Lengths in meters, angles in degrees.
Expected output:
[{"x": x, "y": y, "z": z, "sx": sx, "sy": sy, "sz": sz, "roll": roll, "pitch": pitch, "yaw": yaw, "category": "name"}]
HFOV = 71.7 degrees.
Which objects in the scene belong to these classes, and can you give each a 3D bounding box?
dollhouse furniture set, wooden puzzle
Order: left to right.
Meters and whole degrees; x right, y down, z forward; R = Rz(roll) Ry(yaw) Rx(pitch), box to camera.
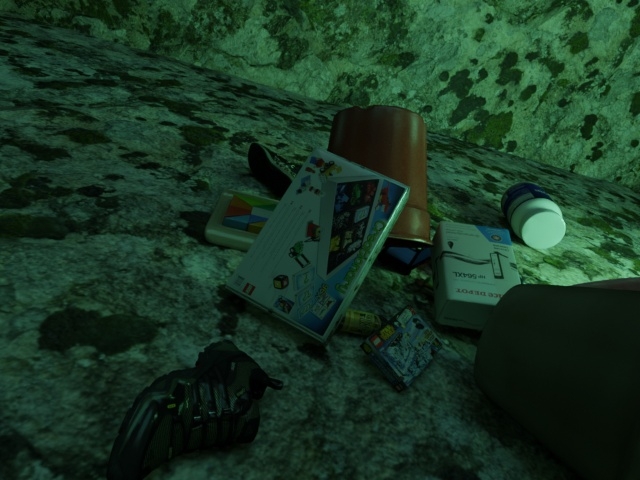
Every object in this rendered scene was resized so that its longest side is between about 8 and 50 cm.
[{"x": -0.131, "y": -0.047, "z": 1.002, "sx": 0.221, "sy": 0.044, "sz": 0.238, "roll": 14, "pitch": 28, "yaw": -9, "category": "wooden puzzle"}, {"x": 0.297, "y": 0.107, "z": 0.959, "sx": 0.152, "sy": 0.058, "sz": 0.076, "roll": 27, "pitch": 28, "yaw": 16, "category": "dollhouse furniture set"}]

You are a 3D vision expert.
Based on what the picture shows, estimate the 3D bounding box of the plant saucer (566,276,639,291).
[{"x": 0.673, "y": 0.143, "z": 0.930, "sx": 0.333, "sy": 0.084, "sz": 0.332, "roll": 1, "pitch": -15, "yaw": 0, "category": "plant saucer"}]

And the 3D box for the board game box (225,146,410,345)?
[{"x": 0.000, "y": 0.000, "z": 0.768, "sx": 0.193, "sy": 0.305, "sz": 0.053, "roll": 27, "pitch": -15, "yaw": 16, "category": "board game box"}]

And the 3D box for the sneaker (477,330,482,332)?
[{"x": 0.382, "y": 0.188, "z": 0.879, "sx": 0.162, "sy": 0.057, "sz": 0.075, "roll": 25, "pitch": 44, "yaw": 10, "category": "sneaker"}]

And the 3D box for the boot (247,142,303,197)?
[{"x": -0.086, "y": -0.198, "z": 1.271, "sx": 0.179, "sy": 0.085, "sz": 0.236, "roll": -7, "pitch": 43, "yaw": -44, "category": "boot"}]

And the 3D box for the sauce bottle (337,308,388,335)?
[{"x": 0.085, "y": 0.146, "z": 0.776, "sx": 0.128, "sy": 0.042, "sz": 0.042, "roll": 11, "pitch": 28, "yaw": -15, "category": "sauce bottle"}]

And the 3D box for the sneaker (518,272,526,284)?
[{"x": 0.364, "y": 0.084, "z": 1.052, "sx": 0.224, "sy": 0.083, "sz": 0.098, "roll": 31, "pitch": 51, "yaw": 31, "category": "sneaker"}]

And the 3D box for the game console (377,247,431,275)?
[{"x": 0.222, "y": 0.015, "z": 1.056, "sx": 0.124, "sy": 0.085, "sz": 0.144, "roll": 28, "pitch": 28, "yaw": 15, "category": "game console"}]

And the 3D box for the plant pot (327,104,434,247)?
[{"x": 0.114, "y": -0.129, "z": 0.948, "sx": 0.273, "sy": 0.264, "sz": 0.272, "roll": 5, "pitch": -4, "yaw": 0, "category": "plant pot"}]

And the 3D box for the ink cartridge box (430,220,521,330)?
[{"x": 0.305, "y": 0.068, "z": 0.879, "sx": 0.149, "sy": 0.085, "sz": 0.203, "roll": 8, "pitch": 48, "yaw": 0, "category": "ink cartridge box"}]

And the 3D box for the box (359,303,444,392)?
[{"x": 0.137, "y": 0.173, "z": 0.732, "sx": 0.094, "sy": 0.027, "sz": 0.137, "roll": 49, "pitch": 41, "yaw": 14, "category": "box"}]

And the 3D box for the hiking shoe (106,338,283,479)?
[{"x": -0.129, "y": 0.197, "z": 0.504, "sx": 0.114, "sy": 0.086, "sz": 0.227, "roll": 23, "pitch": 26, "yaw": 16, "category": "hiking shoe"}]

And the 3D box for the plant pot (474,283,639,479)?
[{"x": 0.396, "y": 0.192, "z": 0.637, "sx": 0.324, "sy": 0.322, "sz": 0.281, "roll": -10, "pitch": 23, "yaw": -43, "category": "plant pot"}]

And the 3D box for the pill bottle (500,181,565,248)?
[{"x": 0.695, "y": -0.085, "z": 1.457, "sx": 0.153, "sy": 0.153, "sz": 0.264, "roll": 18, "pitch": 28, "yaw": 1, "category": "pill bottle"}]
